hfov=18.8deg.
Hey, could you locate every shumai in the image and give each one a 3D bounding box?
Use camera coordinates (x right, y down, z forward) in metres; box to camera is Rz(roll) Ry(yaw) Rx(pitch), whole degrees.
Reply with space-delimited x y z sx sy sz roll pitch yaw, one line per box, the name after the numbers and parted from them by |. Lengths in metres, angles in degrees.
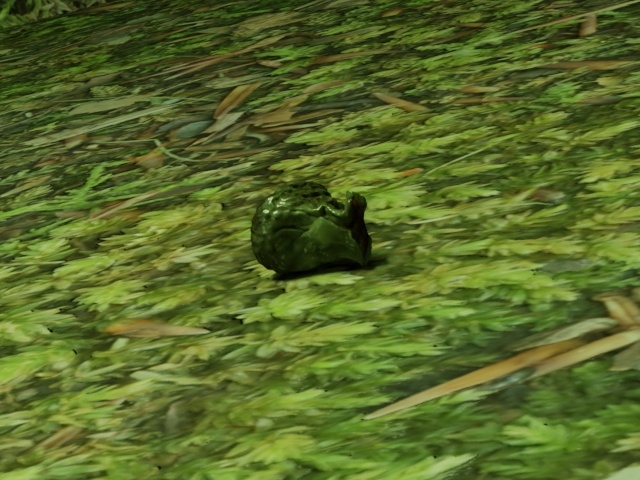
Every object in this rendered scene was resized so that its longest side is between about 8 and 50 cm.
0.000 0.000 1.416 0.082 0.083 0.080 -45 57 -14 | shumai
